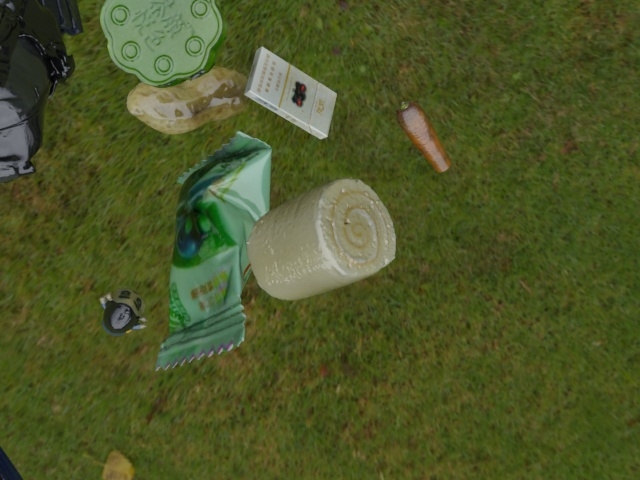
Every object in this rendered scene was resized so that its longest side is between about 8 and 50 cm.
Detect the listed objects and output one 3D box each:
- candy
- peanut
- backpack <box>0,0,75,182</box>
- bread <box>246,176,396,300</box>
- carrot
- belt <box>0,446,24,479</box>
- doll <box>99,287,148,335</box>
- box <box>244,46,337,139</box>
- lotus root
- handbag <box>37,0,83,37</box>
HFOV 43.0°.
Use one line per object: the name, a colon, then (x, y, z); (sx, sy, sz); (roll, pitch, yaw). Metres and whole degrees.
candy: (-0.189, 0.027, 1.427); (0.172, 0.398, 0.263); (24, 145, -23)
peanut: (-0.228, -0.249, 1.437); (0.229, 0.103, 0.098); (-21, 134, -29)
backpack: (-0.601, -0.248, 1.350); (0.363, 0.446, 0.255); (-8, 133, -7)
bread: (0.000, 0.000, 1.054); (0.141, 0.148, 0.134); (-21, 80, 40)
carrot: (0.114, -0.114, 0.894); (0.032, 0.032, 0.093); (-32, 122, 10)
belt: (-0.423, 0.326, 0.939); (0.117, 0.212, 0.347); (-31, 93, -3)
doll: (-0.368, 0.135, 1.516); (0.102, 0.179, 0.089); (33, 75, -12)
box: (-0.048, -0.247, 1.376); (0.167, 0.024, 0.090); (26, 65, -32)
lotus root: (-0.211, -0.311, 1.211); (0.186, 0.186, 0.186); (0, 109, -1)
handbag: (-0.628, -0.552, 1.795); (0.118, 0.326, 0.269); (-13, 98, 3)
